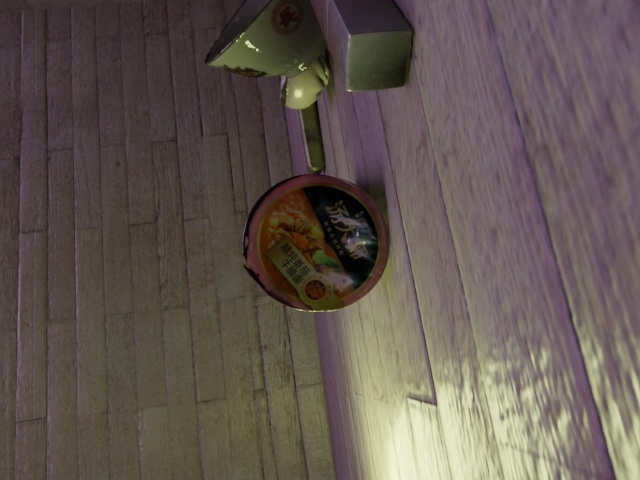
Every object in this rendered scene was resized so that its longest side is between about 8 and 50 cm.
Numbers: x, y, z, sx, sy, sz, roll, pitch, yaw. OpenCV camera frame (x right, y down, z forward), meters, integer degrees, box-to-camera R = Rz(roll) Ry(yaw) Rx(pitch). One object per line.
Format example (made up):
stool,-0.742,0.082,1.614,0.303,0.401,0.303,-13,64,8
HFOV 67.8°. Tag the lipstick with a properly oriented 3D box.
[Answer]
lipstick,0.038,-0.334,0.670,0.076,0.079,0.371,90,170,-46

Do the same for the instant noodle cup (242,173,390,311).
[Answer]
instant noodle cup,-0.003,-0.016,0.881,0.255,0.244,0.244,-79,-16,-78

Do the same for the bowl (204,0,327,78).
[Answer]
bowl,-0.072,-0.439,0.971,0.157,0.337,0.337,39,-161,-28

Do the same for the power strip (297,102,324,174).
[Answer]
power strip,-0.039,-0.401,1.502,0.092,0.066,0.388,120,140,-84

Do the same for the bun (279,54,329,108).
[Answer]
bun,-0.039,-0.409,1.161,0.173,0.120,0.173,180,90,-84
